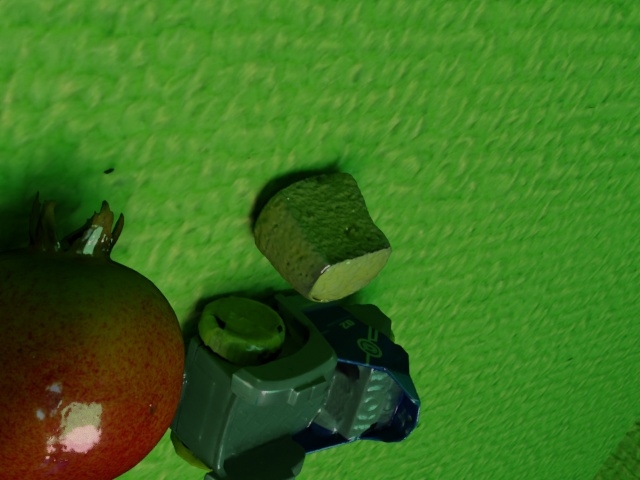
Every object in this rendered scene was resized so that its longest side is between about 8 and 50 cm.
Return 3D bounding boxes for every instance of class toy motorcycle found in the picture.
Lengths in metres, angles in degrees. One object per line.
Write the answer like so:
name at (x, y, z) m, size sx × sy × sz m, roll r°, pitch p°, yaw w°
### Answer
toy motorcycle at (-0.002, 0.169, 1.315) m, size 0.326 × 0.200 × 0.191 m, roll -13°, pitch 131°, yaw -41°

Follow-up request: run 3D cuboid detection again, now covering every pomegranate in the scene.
pomegranate at (-0.219, 0.088, 0.960) m, size 0.221 × 0.220 × 0.257 m, roll 2°, pitch 99°, yaw -51°

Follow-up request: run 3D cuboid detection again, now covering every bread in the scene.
bread at (0.000, 0.000, 1.201) m, size 0.129 × 0.114 × 0.111 m, roll -19°, pitch 149°, yaw -29°
